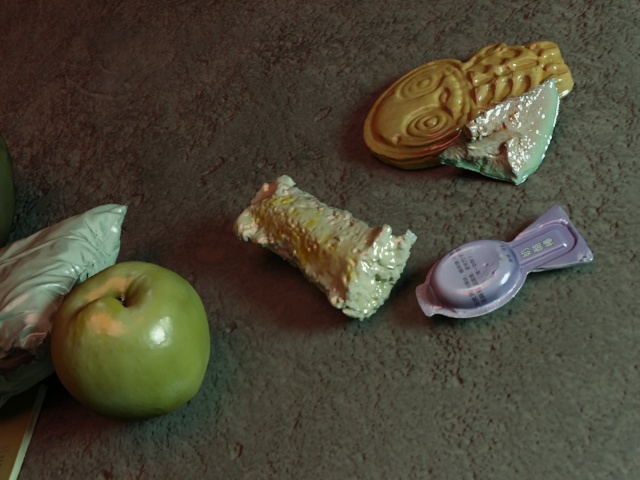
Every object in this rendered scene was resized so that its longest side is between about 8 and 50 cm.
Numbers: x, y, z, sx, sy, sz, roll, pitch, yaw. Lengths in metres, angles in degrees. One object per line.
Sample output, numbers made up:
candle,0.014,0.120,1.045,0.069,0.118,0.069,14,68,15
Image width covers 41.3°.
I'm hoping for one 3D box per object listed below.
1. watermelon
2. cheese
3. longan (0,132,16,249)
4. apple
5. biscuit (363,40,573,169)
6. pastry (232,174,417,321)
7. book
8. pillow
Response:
watermelon,0.236,-0.133,1.039,0.155,0.080,0.101,-40,71,-17
cheese,0.195,0.030,0.935,0.190,0.042,0.105,-25,42,8
longan,-0.697,-0.065,1.358,0.404,0.404,0.436,26,93,45
apple,-0.218,0.118,0.997,0.200,0.200,0.200,-18,43,17
biscuit,0.193,-0.192,1.156,0.288,0.044,0.202,-17,43,20
pastry,-0.003,0.005,1.049,0.121,0.089,0.258,-49,42,-13
book,-0.456,0.281,1.124,0.168,0.013,0.192,-14,44,22
pillow,-0.398,0.088,1.150,0.283,0.138,0.310,-30,28,26
